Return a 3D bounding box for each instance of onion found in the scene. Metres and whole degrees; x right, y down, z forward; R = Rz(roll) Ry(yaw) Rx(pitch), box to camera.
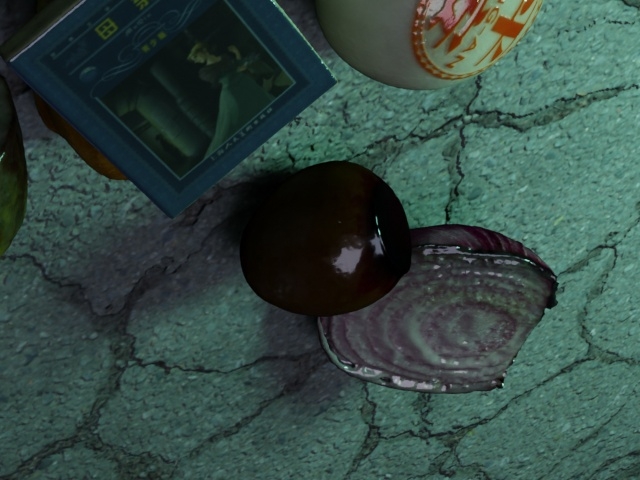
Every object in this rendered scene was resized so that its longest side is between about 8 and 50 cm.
[{"bbox_3d":[0.117,0.053,2.041,0.247,0.111,0.250,8,140,-15],"label":"onion"}]

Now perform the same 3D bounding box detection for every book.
[{"bbox_3d":[-0.115,-0.141,1.510,0.191,0.025,0.269,-40,143,2],"label":"book"}]

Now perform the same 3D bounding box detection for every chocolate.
[{"bbox_3d":[0.000,0.000,1.854,0.176,0.177,0.177,-21,141,-18],"label":"chocolate"}]

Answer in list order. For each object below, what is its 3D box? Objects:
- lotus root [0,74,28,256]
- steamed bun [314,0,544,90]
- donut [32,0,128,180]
[{"bbox_3d":[-0.342,-0.039,1.558,0.235,0.138,0.119,-25,152,-24],"label":"lotus root"},{"bbox_3d":[0.113,-0.230,1.678,0.231,0.145,0.232,-21,142,-18],"label":"steamed bun"},{"bbox_3d":[-0.141,-0.155,1.591,0.226,0.114,0.227,-22,140,-20],"label":"donut"}]
